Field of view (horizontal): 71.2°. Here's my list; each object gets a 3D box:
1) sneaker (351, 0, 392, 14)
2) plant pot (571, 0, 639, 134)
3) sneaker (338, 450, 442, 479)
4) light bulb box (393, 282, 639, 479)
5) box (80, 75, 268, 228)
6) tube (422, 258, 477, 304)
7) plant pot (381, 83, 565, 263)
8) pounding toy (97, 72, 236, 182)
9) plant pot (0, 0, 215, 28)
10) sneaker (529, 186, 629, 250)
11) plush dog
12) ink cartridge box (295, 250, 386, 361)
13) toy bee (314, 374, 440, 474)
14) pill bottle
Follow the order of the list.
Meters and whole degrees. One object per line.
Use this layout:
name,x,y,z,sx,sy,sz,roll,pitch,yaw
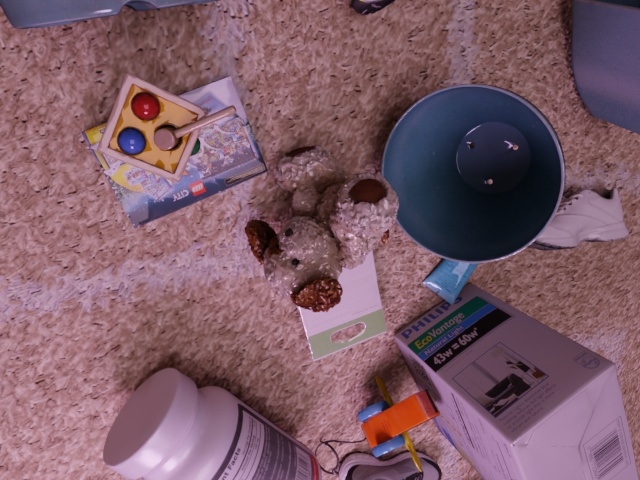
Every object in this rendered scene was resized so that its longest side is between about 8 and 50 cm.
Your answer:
sneaker,0.121,-0.445,0.716,0.208,0.081,0.094,-40,110,-11
plant pot,0.651,-0.352,0.856,0.247,0.247,0.252,-25,132,-11
sneaker,0.177,0.572,1.057,0.271,0.108,0.100,10,102,-24
light bulb box,0.381,0.337,0.911,0.225,0.361,0.358,-31,116,-10
box,-0.219,-0.139,0.703,0.233,0.044,0.159,-25,114,-11
tube,0.311,0.032,0.956,0.080,0.052,0.207,36,95,6
plant pot,0.280,-0.129,0.792,0.195,0.290,0.290,-30,123,-51
pounding toy,-0.212,-0.156,0.619,0.141,0.100,0.130,21,99,-24
plant pot,-0.252,-0.416,0.458,0.341,0.341,0.334,-17,120,-14
sneaker,0.556,-0.048,1.005,0.297,0.111,0.129,-10,95,-21
plush dog,0.000,0.000,0.731,0.225,0.262,0.211,-44,135,-7
ink cartridge box,0.029,0.098,0.870,0.171,0.056,0.235,-19,115,-14
toy bee,0.143,0.392,0.975,0.162,0.298,0.195,10,68,-50
pill bottle,-0.181,0.398,0.808,0.210,0.210,0.363,-44,116,-2
